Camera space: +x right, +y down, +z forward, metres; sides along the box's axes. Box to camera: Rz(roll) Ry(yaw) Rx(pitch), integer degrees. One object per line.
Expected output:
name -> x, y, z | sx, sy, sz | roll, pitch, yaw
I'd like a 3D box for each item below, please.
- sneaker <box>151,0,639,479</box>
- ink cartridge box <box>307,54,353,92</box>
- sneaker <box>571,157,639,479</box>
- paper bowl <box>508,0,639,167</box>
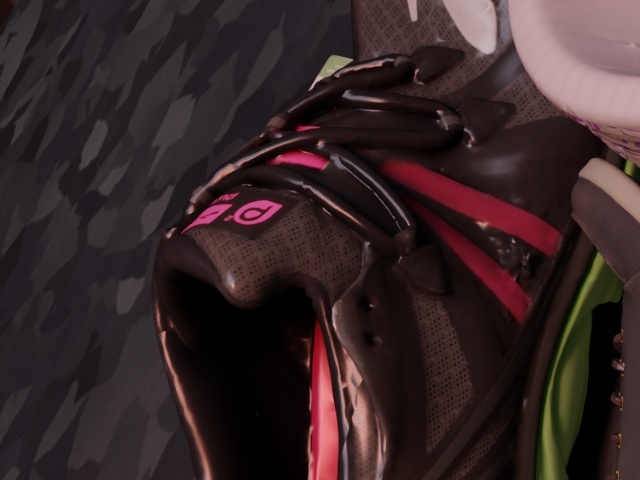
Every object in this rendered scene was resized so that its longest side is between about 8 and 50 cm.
sneaker -> 0.031, -0.003, 0.766 | 0.185, 0.202, 0.483 | -23, 50, 49
ink cartridge box -> 0.000, 0.000, 1.025 | 0.235, 0.056, 0.171 | -59, 26, -2
sneaker -> 0.140, 0.059, 0.655 | 0.118, 0.083, 0.222 | -53, 35, 16
paper bowl -> 0.224, -0.138, 0.647 | 0.284, 0.148, 0.284 | -37, 37, 34
